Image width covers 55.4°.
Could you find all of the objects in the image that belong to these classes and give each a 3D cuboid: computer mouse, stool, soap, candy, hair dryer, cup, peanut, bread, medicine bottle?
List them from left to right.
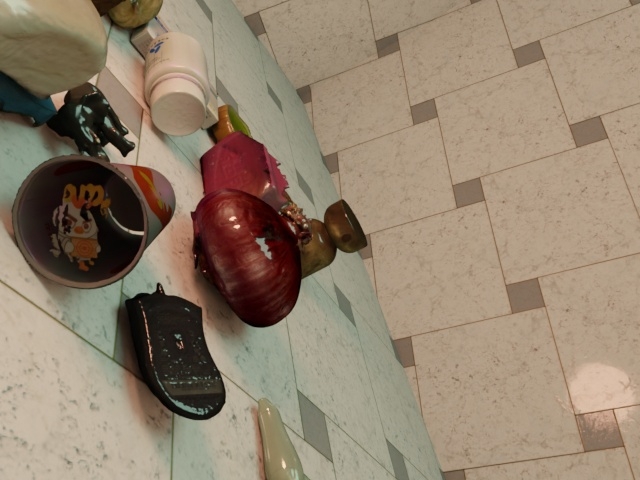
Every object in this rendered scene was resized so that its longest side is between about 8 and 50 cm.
[{"bbox_3d":[-0.506,-0.402,0.894,0.427,0.186,0.386,47,14,23],"label":"candy"},{"bbox_3d":[-0.339,-0.051,1.006,0.203,0.203,0.288,61,5,-8],"label":"cup"},{"bbox_3d":[-0.521,-0.698,1.688,0.159,0.143,0.291,18,42,-42],"label":"peanut"},{"bbox_3d":[-0.255,0.191,1.027,0.147,0.088,0.264,18,42,-46],"label":"computer mouse"},{"bbox_3d":[-0.377,-0.412,1.606,0.170,0.170,0.293,50,17,-44],"label":"medicine bottle"},{"bbox_3d":[-0.282,-0.338,2.013,0.236,0.070,0.236,-22,90,-80],"label":"bread"},{"bbox_3d":[-0.208,-0.151,1.654,0.127,0.220,0.324,36,29,-46],"label":"soap"},{"bbox_3d":[-0.061,0.474,1.310,0.237,0.075,0.206,61,4,-43],"label":"hair dryer"},{"bbox_3d":[0.000,0.000,2.034,0.179,0.264,0.179,58,13,-20],"label":"stool"}]

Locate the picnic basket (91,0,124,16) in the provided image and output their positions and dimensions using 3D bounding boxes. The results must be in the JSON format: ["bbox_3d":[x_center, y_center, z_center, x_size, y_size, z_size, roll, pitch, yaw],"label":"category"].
[{"bbox_3d":[-0.508,-0.731,1.431,0.291,0.321,0.254,30,38,-64],"label":"picnic basket"}]

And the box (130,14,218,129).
[{"bbox_3d":[-0.432,-0.521,1.849,0.343,0.065,0.200,52,16,-39],"label":"box"}]

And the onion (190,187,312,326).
[{"bbox_3d":[-0.138,0.022,1.399,0.347,0.285,0.347,60,-5,10],"label":"onion"}]

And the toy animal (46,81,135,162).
[{"bbox_3d":[-0.434,-0.212,1.145,0.245,0.114,0.146,43,-14,52],"label":"toy animal"}]

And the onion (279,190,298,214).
[{"bbox_3d":[-0.147,-0.078,1.898,0.248,0.161,0.248,162,-90,-83],"label":"onion"}]

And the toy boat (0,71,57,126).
[{"bbox_3d":[-0.507,-0.235,0.980,0.075,0.077,0.185,63,3,7],"label":"toy boat"}]
